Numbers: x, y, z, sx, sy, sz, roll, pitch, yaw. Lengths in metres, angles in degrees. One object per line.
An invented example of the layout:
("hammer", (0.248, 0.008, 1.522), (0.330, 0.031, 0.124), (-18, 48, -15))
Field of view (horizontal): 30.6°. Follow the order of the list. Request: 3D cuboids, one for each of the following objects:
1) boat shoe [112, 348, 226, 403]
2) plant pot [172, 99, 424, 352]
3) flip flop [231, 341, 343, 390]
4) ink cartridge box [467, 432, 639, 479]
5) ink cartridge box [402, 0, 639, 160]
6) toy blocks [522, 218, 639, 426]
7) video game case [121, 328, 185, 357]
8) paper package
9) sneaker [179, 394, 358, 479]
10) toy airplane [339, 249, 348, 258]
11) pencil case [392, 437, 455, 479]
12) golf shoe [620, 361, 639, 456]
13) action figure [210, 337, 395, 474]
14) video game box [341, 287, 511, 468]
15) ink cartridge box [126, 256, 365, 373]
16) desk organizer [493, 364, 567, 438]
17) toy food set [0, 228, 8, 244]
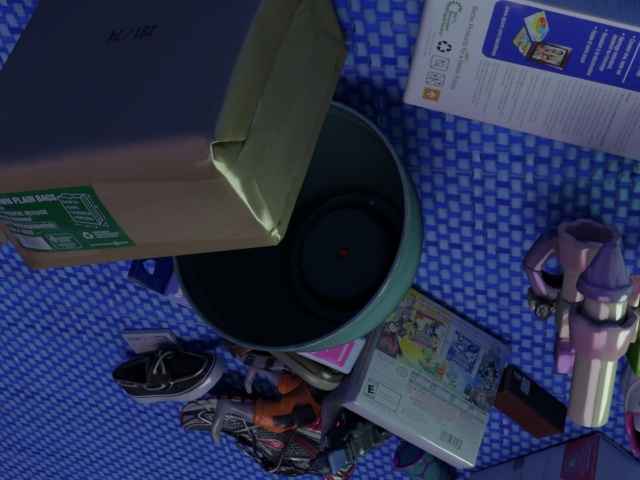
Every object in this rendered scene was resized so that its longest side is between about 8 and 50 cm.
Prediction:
("boat shoe", (-0.244, 0.210, 1.845), (0.219, 0.077, 0.070), (-17, 133, 38))
("plant pot", (0.000, 0.000, 1.382), (0.293, 0.293, 0.196), (-4, 165, 24))
("flip flop", (-0.076, 0.136, 1.600), (0.112, 0.080, 0.277), (8, -158, -48))
("ink cartridge box", (0.352, 0.446, 1.837), (0.117, 0.207, 0.283), (36, 139, -22))
("ink cartridge box", (0.279, -0.176, 1.201), (0.371, 0.069, 0.175), (16, 142, 5))
("toy blocks", (0.379, 0.016, 1.226), (0.289, 0.309, 0.260), (2, 113, 1))
("video game case", (-0.257, 0.183, 1.889), (0.087, 0.011, 0.122), (-4, 138, 23))
("paper package", (-0.170, -0.137, 1.213), (0.325, 0.309, 0.168), (-4, 138, 26))
("sneaker", (-0.086, 0.321, 1.890), (0.299, 0.112, 0.121), (13, 167, 7))
("toy airplane", (0.057, 0.020, 1.557), (0.151, 0.028, 0.151), (9, 143, 7))
("pencil case", (0.176, 0.390, 1.948), (0.070, 0.064, 0.151), (-22, 130, 18))
("golf shoe", (0.455, 0.170, 1.512), (0.115, 0.140, 0.306), (8, 140, 13))
("action figure", (0.009, 0.225, 1.688), (0.330, 0.178, 0.341), (-4, -178, 14))
("video game box", (0.147, 0.184, 1.599), (0.205, 0.187, 0.048), (31, 156, -18))
("ink cartridge box", (-0.096, 0.063, 1.546), (0.311, 0.186, 0.065), (21, 104, -9))
("desk organizer", (0.303, 0.241, 1.731), (0.130, 0.047, 0.050), (38, 140, -25))
("toy food set", (-0.370, -0.026, 1.655), (0.192, 0.038, 0.132), (9, 149, 1))
